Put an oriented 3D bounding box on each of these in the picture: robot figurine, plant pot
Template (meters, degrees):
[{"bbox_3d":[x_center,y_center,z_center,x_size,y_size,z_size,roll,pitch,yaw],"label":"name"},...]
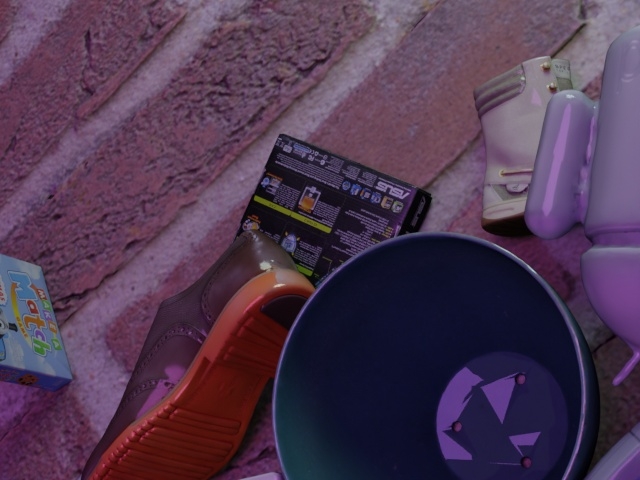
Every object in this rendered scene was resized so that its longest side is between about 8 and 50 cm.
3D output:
[{"bbox_3d":[0.321,-0.049,1.045,0.299,0.200,0.354,5,84,20],"label":"robot figurine"},{"bbox_3d":[0.129,0.156,1.157,0.290,0.195,0.290,-9,72,28],"label":"plant pot"}]

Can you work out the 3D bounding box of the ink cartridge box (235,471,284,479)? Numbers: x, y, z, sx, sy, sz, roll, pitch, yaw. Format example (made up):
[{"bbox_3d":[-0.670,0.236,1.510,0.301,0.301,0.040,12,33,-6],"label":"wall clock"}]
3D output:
[{"bbox_3d":[-0.069,0.376,1.202,0.198,0.197,0.270,-16,69,18],"label":"ink cartridge box"}]

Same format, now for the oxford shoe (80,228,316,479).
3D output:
[{"bbox_3d":[-0.140,0.148,1.352,0.364,0.130,0.133,-48,44,15],"label":"oxford shoe"}]

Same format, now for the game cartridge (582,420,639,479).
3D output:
[{"bbox_3d":[0.270,0.272,0.999,0.198,0.062,0.297,32,95,-4],"label":"game cartridge"}]

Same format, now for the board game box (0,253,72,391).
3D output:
[{"bbox_3d":[-0.382,0.082,1.463,0.039,0.211,0.160,-30,64,19],"label":"board game box"}]

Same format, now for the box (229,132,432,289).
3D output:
[{"bbox_3d":[0.000,0.000,1.364,0.190,0.045,0.184,23,92,32],"label":"box"}]

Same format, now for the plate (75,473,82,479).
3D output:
[{"bbox_3d":[-0.268,0.412,1.407,0.278,0.045,0.277,-43,61,14],"label":"plate"}]

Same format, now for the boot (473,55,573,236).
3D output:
[{"bbox_3d":[0.249,-0.101,1.230,0.213,0.077,0.165,-13,68,27],"label":"boot"}]
